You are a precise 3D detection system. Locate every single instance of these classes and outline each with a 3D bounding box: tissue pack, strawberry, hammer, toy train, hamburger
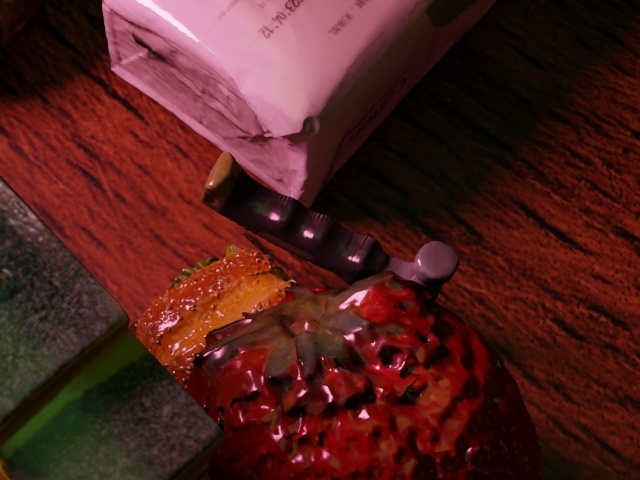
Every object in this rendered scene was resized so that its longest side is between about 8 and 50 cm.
[{"bbox_3d":[-0.005,-0.245,1.489,0.266,0.194,0.356,37,69,15],"label":"tissue pack"},{"bbox_3d":[0.037,0.177,1.255,0.238,0.250,0.288,-28,107,-19],"label":"strawberry"},{"bbox_3d":[0.000,0.000,1.365,0.226,0.159,0.041,28,64,-5],"label":"hammer"},{"bbox_3d":[-0.244,0.076,1.123,0.179,0.272,0.442,-41,81,-23],"label":"toy train"},{"bbox_3d":[-0.090,0.078,1.381,0.166,0.087,0.137,-30,67,-16],"label":"hamburger"}]

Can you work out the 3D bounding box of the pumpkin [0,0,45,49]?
[{"bbox_3d":[-0.378,-0.284,1.487,0.260,0.189,0.260,-2,53,2],"label":"pumpkin"}]
